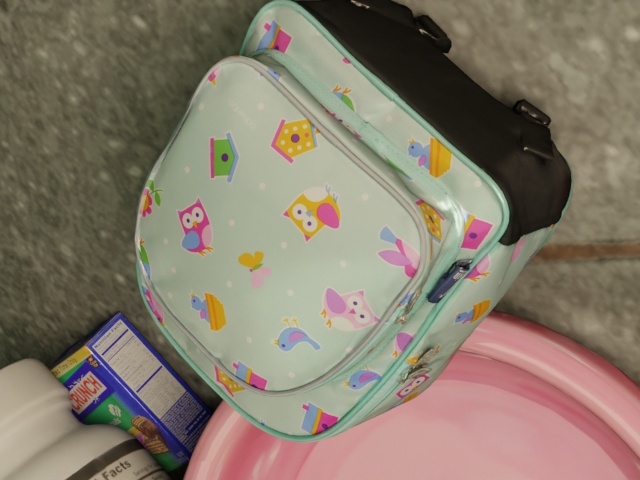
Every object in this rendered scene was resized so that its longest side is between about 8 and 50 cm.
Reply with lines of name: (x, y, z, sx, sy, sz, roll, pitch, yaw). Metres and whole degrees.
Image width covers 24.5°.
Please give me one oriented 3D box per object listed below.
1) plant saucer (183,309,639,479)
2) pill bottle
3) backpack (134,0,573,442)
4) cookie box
plant saucer: (0.077, 0.193, 0.801, 0.332, 0.084, 0.332, 5, 101, 28)
pill bottle: (-0.145, 0.222, 0.959, 0.278, 0.162, 0.162, 47, 142, 9)
backpack: (0.000, 0.000, 0.686, 0.166, 0.144, 0.188, 42, 127, 16)
cookie box: (-0.134, 0.112, 1.023, 0.107, 0.040, 0.092, 48, 142, -6)
